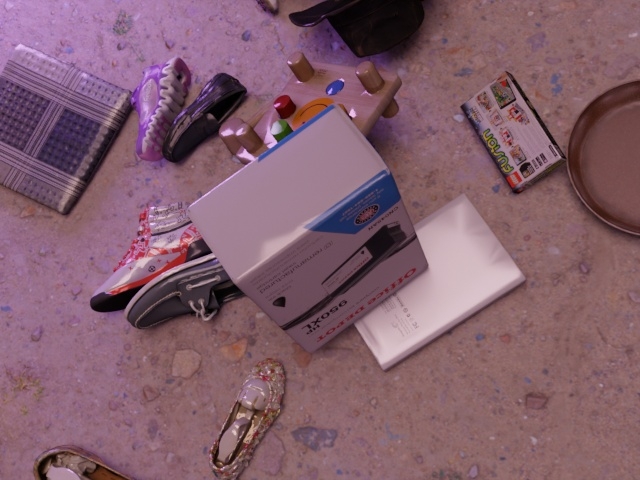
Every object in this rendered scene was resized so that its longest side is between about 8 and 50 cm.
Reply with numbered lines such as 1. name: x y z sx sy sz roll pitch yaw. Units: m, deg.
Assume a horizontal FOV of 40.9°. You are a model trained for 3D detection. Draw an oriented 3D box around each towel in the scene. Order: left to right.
1. towel: -0.599 -0.245 1.863 0.324 0.056 0.312 26 83 16

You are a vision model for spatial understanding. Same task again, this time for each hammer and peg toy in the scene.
1. hammer and peg toy: -0.042 -0.244 1.635 0.361 0.127 0.266 20 69 42

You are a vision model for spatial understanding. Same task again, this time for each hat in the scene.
1. hat: 0.107 -0.445 1.701 0.331 0.331 0.134 -20 111 5

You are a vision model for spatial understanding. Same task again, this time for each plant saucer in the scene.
1. plant saucer: 0.610 -0.149 1.575 0.310 0.050 0.310 -4 73 12

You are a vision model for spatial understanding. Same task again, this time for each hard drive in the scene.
1. hard drive: 0.194 0.076 1.597 0.307 0.040 0.203 -33 70 0

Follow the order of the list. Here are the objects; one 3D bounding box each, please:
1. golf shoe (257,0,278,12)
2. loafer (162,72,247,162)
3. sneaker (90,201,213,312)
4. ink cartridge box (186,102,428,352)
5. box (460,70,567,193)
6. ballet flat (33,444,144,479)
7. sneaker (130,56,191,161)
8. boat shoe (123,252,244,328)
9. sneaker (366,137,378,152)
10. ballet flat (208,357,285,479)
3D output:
1. golf shoe: -0.124 -0.576 1.847 0.086 0.067 0.186 -25 70 2
2. loafer: -0.239 -0.248 1.766 0.078 0.076 0.223 33 78 26
3. sneaker: -0.349 0.027 1.701 0.270 0.090 0.145 -28 69 -1
4. ink cartridge box: 0.000 0.000 1.433 0.285 0.395 0.166 -36 63 0
5. box: 0.363 -0.205 1.626 0.114 0.036 0.207 -37 68 27
6. ballet flat: -0.376 0.473 1.556 0.348 0.123 0.123 23 79 17
7. sneaker: -0.350 -0.273 1.796 0.104 0.095 0.236 4 69 20
8. boat shoe: -0.222 0.097 1.639 0.319 0.116 0.099 -28 66 -3
9. sneaker: 0.077 -0.188 1.700 0.071 0.068 0.170 -8 80 -7
10. ballet flat: -0.134 0.326 1.570 0.091 0.077 0.241 19 78 17
